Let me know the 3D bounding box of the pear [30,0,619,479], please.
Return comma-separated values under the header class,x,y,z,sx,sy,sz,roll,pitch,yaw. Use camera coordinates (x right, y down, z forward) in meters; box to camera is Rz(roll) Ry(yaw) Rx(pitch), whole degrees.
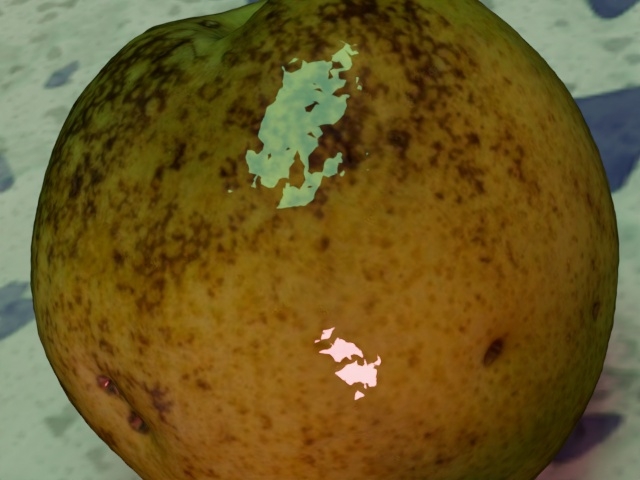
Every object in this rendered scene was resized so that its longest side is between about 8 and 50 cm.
class,x,y,z,sx,sy,sz,roll,pitch,yaw
pear,0.000,0.000,0.662,0.197,0.197,0.197,-11,40,9
